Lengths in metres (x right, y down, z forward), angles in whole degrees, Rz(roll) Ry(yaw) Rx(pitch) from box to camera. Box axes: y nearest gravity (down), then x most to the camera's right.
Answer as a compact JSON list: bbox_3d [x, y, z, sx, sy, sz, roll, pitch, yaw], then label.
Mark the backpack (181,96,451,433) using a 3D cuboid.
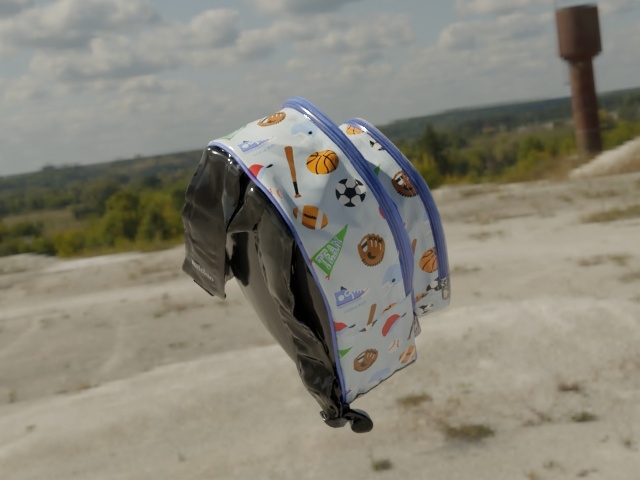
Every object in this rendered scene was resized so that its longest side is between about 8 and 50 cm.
[{"bbox_3d":[0.000,0.000,1.066,0.213,0.263,0.276,-38,56,-15],"label":"backpack"}]
